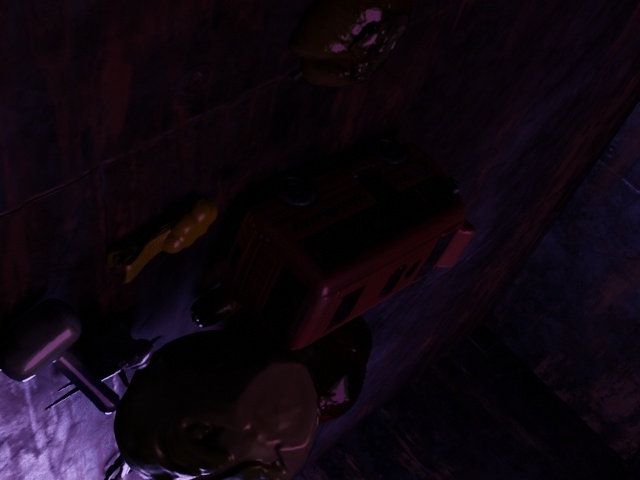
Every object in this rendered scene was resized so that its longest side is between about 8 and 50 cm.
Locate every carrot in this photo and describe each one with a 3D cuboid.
[{"bbox_3d":[-0.127,0.074,1.453,0.248,0.059,0.059,-36,159,-30],"label":"carrot"}]

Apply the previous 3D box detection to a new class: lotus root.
[{"bbox_3d":[0.056,-0.269,1.084,0.203,0.078,0.183,-51,159,23],"label":"lotus root"}]

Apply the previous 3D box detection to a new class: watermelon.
[{"bbox_3d":[-0.107,0.234,1.586,0.212,0.212,0.212,-38,160,-17],"label":"watermelon"}]

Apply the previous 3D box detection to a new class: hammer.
[{"bbox_3d":[-0.334,0.170,1.097,0.116,0.069,0.194,-42,125,-10],"label":"hammer"}]

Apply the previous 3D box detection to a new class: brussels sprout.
[{"bbox_3d":[-0.152,0.278,1.334,0.355,0.289,0.281,-23,-141,49],"label":"brussels sprout"}]

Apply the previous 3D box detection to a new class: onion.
[{"bbox_3d":[0.010,0.281,1.920,0.281,0.281,0.221,-41,-156,-10],"label":"onion"}]

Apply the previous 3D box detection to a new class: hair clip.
[{"bbox_3d":[-0.209,-0.006,1.135,0.173,0.046,0.072,-33,162,-33],"label":"hair clip"}]

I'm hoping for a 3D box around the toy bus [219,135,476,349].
[{"bbox_3d":[0.057,-0.004,1.388,0.427,0.233,0.203,-26,153,-41],"label":"toy bus"}]

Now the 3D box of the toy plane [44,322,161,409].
[{"bbox_3d":[-0.295,0.163,1.198,0.212,0.088,0.267,-33,176,-32],"label":"toy plane"}]

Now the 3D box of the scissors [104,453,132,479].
[{"bbox_3d":[-0.378,0.407,1.677,0.109,0.022,0.300,-31,156,-42],"label":"scissors"}]
